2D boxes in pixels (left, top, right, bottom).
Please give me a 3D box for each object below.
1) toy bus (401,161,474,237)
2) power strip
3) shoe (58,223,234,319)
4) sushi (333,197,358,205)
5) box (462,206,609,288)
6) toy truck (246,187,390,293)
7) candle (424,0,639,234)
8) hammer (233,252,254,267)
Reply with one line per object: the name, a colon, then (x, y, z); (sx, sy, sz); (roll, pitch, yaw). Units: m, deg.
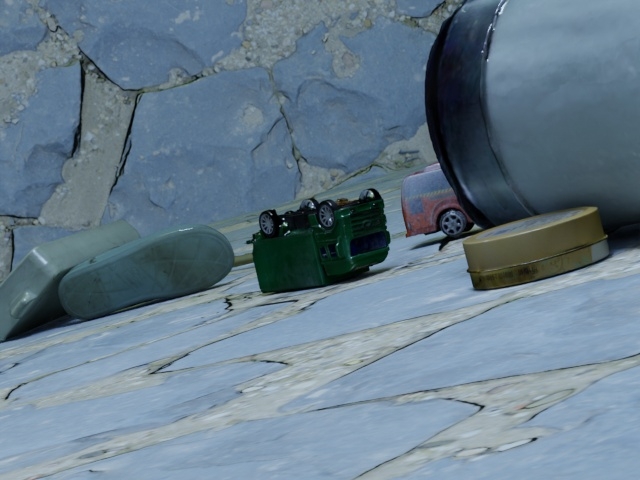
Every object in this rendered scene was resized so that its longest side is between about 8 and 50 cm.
toy bus: (0.172, -0.052, 1.796); (0.192, 0.077, 0.065); (-13, 2, 16)
power strip: (-0.292, 0.042, 2.092); (0.118, 0.046, 0.270); (-50, -9, 19)
shoe: (-0.190, 0.026, 1.996); (0.195, 0.079, 0.078); (-21, 22, 3)
sushi: (0.020, -0.022, 2.173); (0.055, 0.052, 0.120); (0, 7, 2)
box: (0.155, 0.005, 1.330); (0.106, 0.037, 0.105); (-16, 4, 1)
toy truck: (0.000, 0.000, 1.687); (0.065, 0.079, 0.147); (-16, 3, -38)
candle: (0.254, -0.117, 1.381); (0.221, 0.221, 0.342); (-18, 7, -43)
hammer: (-0.084, 0.020, 2.150); (0.060, 0.028, 0.195); (-11, -1, -44)
